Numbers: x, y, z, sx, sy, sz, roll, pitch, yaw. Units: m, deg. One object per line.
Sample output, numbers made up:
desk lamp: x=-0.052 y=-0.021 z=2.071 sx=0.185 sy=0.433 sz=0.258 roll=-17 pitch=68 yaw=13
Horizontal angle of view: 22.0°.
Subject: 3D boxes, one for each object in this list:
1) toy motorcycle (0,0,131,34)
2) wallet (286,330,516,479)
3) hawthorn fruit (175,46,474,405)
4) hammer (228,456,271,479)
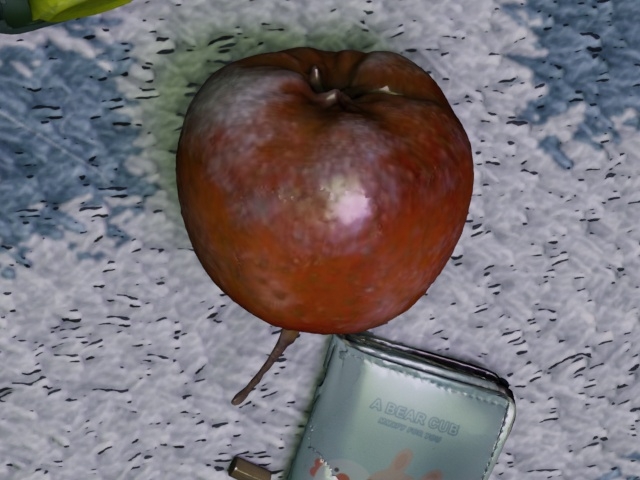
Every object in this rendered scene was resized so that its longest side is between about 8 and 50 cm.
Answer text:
toy motorcycle: x=-0.281 y=-0.221 z=1.170 sx=0.327 sy=0.200 sz=0.191 roll=-18 pitch=93 yaw=-4
wallet: x=0.056 y=0.216 z=1.457 sx=0.176 sy=0.075 sz=0.250 roll=17 pitch=101 yaw=-9
hawthorn fruit: x=0.009 y=-0.038 z=1.304 sx=0.235 sy=0.231 sz=0.263 roll=-7 pitch=146 yaw=15
hammer: x=-0.083 y=0.245 z=1.463 sx=0.035 sy=0.019 sz=0.110 roll=25 pitch=102 yaw=-17
